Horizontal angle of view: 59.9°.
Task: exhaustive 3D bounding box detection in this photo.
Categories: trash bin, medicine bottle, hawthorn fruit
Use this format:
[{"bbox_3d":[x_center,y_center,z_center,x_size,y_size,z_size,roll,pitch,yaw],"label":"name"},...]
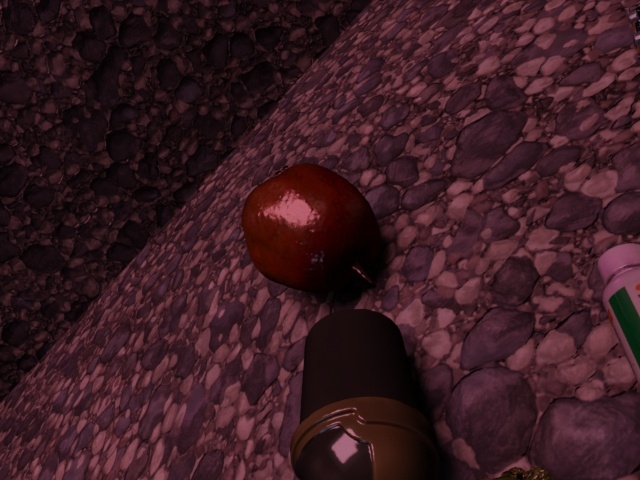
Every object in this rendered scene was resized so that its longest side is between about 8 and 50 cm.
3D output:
[{"bbox_3d":[0.060,0.274,0.842,0.214,0.214,0.334,-36,30,21],"label":"trash bin"},{"bbox_3d":[0.413,0.115,0.674,0.095,0.095,0.260,-31,36,28],"label":"medicine bottle"},{"bbox_3d":[0.000,0.000,1.203,0.368,0.284,0.285,37,86,37],"label":"hawthorn fruit"}]

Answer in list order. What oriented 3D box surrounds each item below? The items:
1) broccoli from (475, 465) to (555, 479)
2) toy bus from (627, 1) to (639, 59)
[{"bbox_3d":[0.231,0.325,0.651,0.130,0.120,0.131,-56,5,2],"label":"broccoli"},{"bbox_3d":[0.593,-0.345,0.950,0.091,0.103,0.182,-21,34,39],"label":"toy bus"}]
